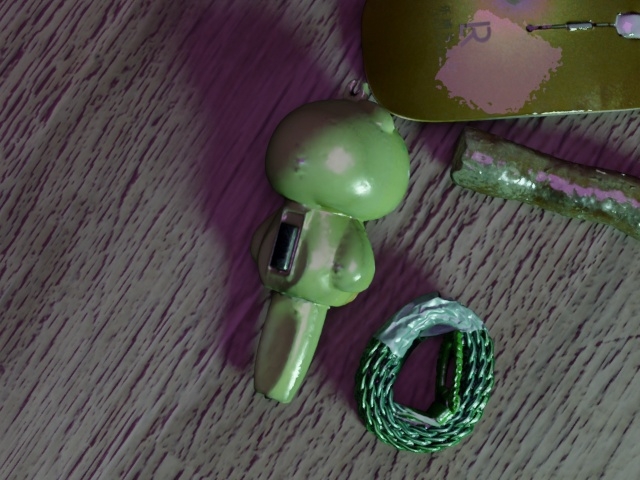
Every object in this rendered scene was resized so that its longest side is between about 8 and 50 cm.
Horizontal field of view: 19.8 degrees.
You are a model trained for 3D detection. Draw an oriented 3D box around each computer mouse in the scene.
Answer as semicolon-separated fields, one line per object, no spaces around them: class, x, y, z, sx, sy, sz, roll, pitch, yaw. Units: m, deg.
computer mouse;0.194;-0.192;1.731;0.310;0.072;0.158;-4;84;-5

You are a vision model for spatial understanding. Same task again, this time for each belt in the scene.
belt;0.097;0.121;1.675;0.121;0.079;0.151;23;81;0

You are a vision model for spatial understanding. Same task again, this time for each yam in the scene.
yam;0.246;-0.045;1.718;0.252;0.061;0.061;18;81;-2

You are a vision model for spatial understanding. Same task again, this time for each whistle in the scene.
whistle;0.007;-0.002;1.681;0.141;0.141;0.294;7;101;-3
